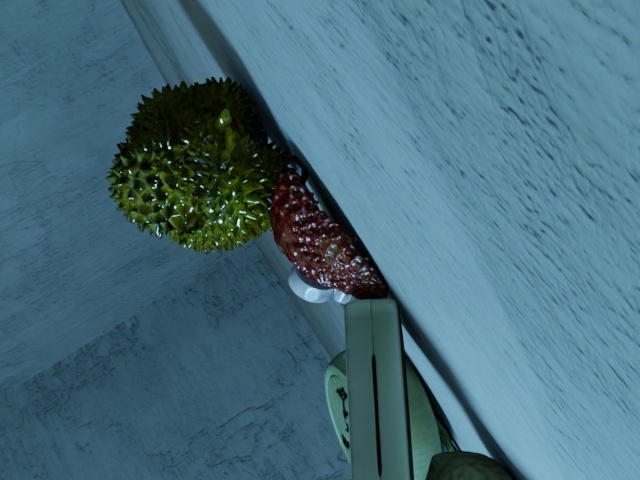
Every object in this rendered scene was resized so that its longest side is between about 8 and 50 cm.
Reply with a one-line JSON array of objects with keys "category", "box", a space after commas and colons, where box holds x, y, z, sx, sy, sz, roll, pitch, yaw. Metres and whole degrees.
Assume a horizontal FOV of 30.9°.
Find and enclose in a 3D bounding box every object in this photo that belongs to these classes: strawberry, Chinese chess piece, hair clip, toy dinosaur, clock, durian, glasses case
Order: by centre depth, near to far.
[{"category": "glasses case", "box": [0.074, 0.234, 1.423, 0.131, 0.070, 0.312, 74, -168, -61]}, {"category": "strawberry", "box": [-0.005, 0.002, 1.491, 0.208, 0.087, 0.167, 51, 170, 50]}, {"category": "clock", "box": [0.021, 0.058, 1.584, 0.129, 0.041, 0.087, 22, -143, -6]}, {"category": "durian", "box": [-0.161, -0.094, 1.614, 0.293, 0.258, 0.258, 12, 139, 48]}, {"category": "toy dinosaur", "box": [-0.113, -0.169, 1.739, 0.080, 0.045, 0.197, 47, 162, 24]}, {"category": "Chinese chess piece", "box": [0.094, 0.279, 1.778, 0.250, 0.101, 0.250, 162, 90, -74]}, {"category": "hair clip", "box": [0.189, 0.313, 1.797, 0.188, 0.033, 0.060, 60, 173, 4]}]

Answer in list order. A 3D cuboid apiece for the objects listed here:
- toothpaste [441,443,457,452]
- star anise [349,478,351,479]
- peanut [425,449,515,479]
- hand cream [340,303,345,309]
[{"category": "toothpaste", "box": [0.211, 0.406, 1.976, 0.076, 0.066, 0.320, 57, 174, 24]}, {"category": "star anise", "box": [0.113, 0.391, 2.001, 0.315, 0.108, 0.315, 7, -90, -71]}, {"category": "peanut", "box": [0.205, 0.368, 1.338, 0.159, 0.143, 0.291, 66, 175, -30]}, {"category": "hand cream", "box": [0.028, 0.053, 1.731, 0.257, 0.050, 0.084, 58, 179, 37]}]
